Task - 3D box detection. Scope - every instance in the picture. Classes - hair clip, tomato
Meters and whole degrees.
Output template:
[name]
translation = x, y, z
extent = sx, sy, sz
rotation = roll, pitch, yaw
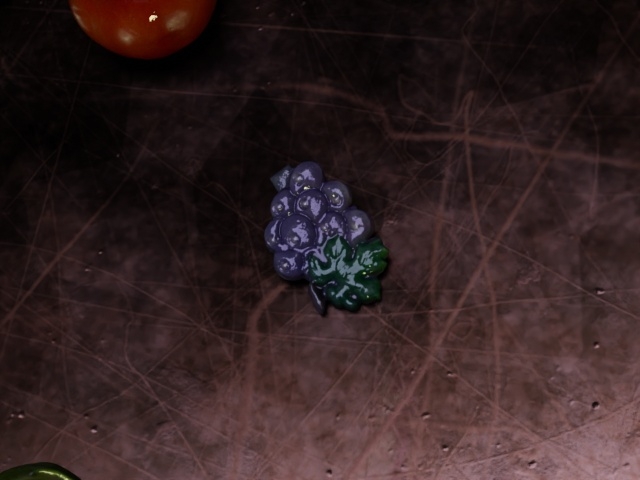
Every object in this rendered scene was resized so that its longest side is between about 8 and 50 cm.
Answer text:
[hair clip]
translation = 0.001, 0.000, 1.622
extent = 0.124, 0.052, 0.195
rotation = -37, 70, 4
[tomato]
translation = -0.219, -0.314, 1.769
extent = 0.195, 0.136, 0.195
rotation = -6, 61, 11

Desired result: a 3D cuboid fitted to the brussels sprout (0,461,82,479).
[brussels sprout]
translation = -0.314, 0.316, 1.484
extent = 0.183, 0.145, 0.131
rotation = -41, 36, -15
